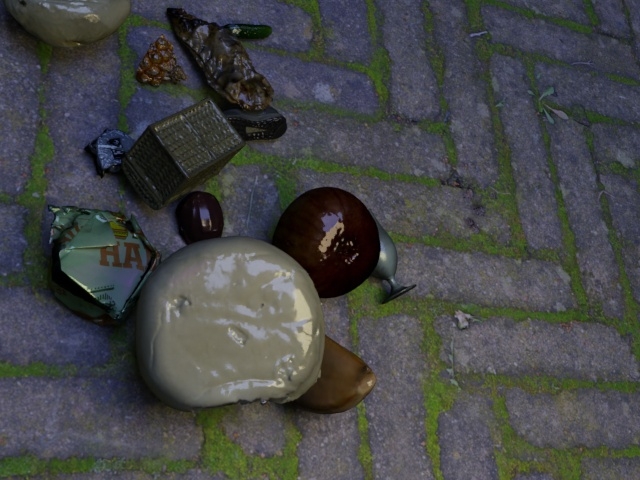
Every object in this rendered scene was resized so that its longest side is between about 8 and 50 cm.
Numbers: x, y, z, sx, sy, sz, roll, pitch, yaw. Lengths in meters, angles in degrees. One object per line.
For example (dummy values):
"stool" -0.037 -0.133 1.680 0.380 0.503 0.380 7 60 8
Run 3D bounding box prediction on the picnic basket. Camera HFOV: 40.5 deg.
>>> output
"picnic basket" -0.281 -0.171 1.751 0.134 0.154 0.196 52 42 -2

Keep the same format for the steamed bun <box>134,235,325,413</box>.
"steamed bun" -0.166 0.150 1.581 0.334 0.233 0.311 3 84 -10

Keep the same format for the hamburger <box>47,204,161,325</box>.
"hamburger" -0.420 0.028 1.609 0.235 0.125 0.214 33 49 -15

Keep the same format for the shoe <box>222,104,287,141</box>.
"shoe" -0.172 -0.266 1.933 0.195 0.074 0.077 -6 47 -29

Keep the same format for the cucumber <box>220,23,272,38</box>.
"cucumber" -0.179 -0.495 2.058 0.155 0.037 0.037 -7 70 -31

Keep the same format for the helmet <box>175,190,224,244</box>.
"helmet" -0.240 -0.047 1.776 0.098 0.070 0.123 -10 70 -33

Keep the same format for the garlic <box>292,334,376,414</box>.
"garlic" -0.021 0.193 1.710 0.151 0.196 0.338 -14 54 -42

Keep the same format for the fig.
"fig" 0.009 0.007 1.810 0.235 0.214 0.234 12 71 -36

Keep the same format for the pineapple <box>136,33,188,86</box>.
"pineapple" -0.342 -0.378 1.902 0.114 0.077 0.114 34 88 -23

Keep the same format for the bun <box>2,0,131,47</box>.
"bun" -0.518 -0.492 1.799 0.259 0.160 0.259 8 51 -11

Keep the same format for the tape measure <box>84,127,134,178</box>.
"tape measure" -0.422 -0.180 1.754 0.094 0.054 0.091 -29 88 -34

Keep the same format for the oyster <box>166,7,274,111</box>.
"oyster" -0.231 -0.416 1.943 0.129 0.078 0.345 -32 73 -31

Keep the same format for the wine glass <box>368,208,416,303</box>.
"wine glass" 0.126 0.033 1.923 0.093 0.093 0.202 -22 80 -35
